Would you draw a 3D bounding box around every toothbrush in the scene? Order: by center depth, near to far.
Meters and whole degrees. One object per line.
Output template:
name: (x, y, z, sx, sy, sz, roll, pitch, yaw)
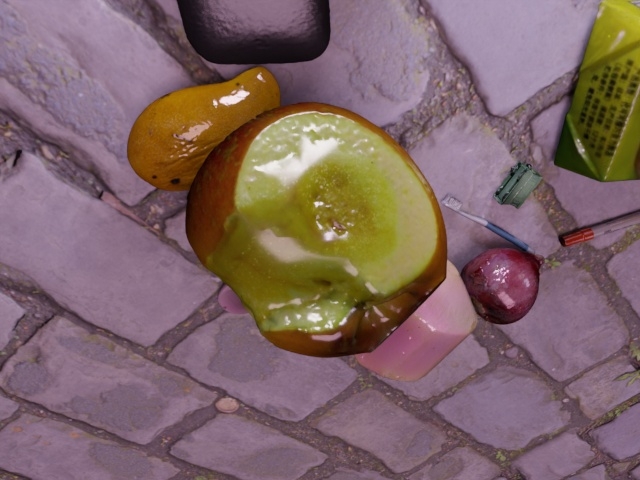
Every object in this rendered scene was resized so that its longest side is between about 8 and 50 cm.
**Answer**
toothbrush: (0.356, -0.029, 0.983, 0.276, 0.019, 0.025, 25, 109, -25)

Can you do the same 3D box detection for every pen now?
pen: (0.637, -0.033, 1.028, 0.239, 0.028, 0.028, -18, 126, 2)

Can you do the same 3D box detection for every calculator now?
calculator: (-0.133, 0.100, 0.976, 0.166, 0.024, 0.103, -29, 124, 11)

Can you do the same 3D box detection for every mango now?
mango: (-0.173, -0.165, 0.732, 0.262, 0.109, 0.157, -28, 121, 7)

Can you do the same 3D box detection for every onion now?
onion: (0.392, 0.082, 0.995, 0.195, 0.159, 0.159, -33, 127, -15)

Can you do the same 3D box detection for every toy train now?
toy train: (0.384, -0.106, 0.923, 0.056, 0.038, 0.093, 16, 120, -23)

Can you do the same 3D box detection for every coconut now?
coconut: (0.181, 0.134, 0.949, 0.233, 0.233, 0.245, 23, 118, -24)

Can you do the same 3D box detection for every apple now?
apple: (0.000, 0.000, 0.700, 0.374, 0.374, 0.384, -49, 159, 22)

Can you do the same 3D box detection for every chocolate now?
chocolate: (0.596, -0.244, 0.805, 0.301, 0.137, 0.288, -6, 125, -7)

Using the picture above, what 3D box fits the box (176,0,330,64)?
box: (-0.094, -0.348, 0.661, 0.213, 0.042, 0.201, -7, 126, -5)
